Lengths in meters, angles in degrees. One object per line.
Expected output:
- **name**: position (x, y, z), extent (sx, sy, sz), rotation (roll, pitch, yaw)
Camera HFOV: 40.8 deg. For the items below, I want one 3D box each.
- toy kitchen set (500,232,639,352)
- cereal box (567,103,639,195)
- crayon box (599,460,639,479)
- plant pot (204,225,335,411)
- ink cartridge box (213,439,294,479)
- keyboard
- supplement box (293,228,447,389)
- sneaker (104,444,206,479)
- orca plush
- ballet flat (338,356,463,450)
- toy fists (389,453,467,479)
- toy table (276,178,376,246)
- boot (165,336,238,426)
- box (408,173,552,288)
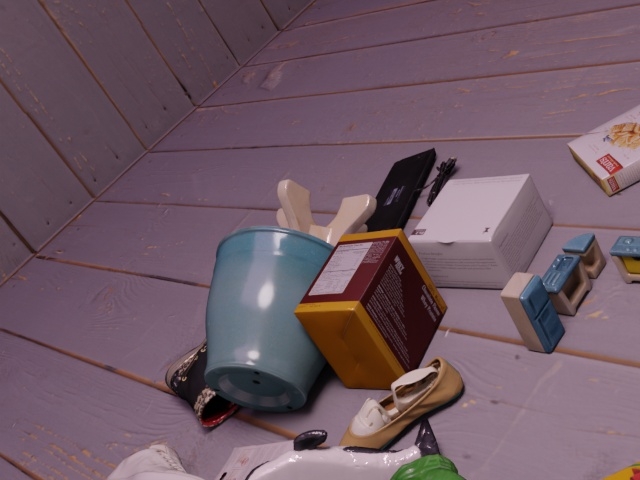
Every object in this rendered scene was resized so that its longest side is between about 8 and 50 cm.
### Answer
- **toy kitchen set**: position (0.407, 0.062, 1.294), extent (0.166, 0.122, 0.207), rotation (4, 45, 49)
- **cereal box**: position (0.596, -0.189, 1.577), extent (0.240, 0.047, 0.173), rotation (-29, 28, 7)
- **crayon box**: position (0.364, 0.332, 0.895), extent (0.318, 0.081, 0.202), rotation (-24, 28, -5)
- **plant pot**: position (-0.085, 0.155, 1.529), extent (0.271, 0.271, 0.255), rotation (-12, 49, 33)
- **ink cartridge box**: position (-0.113, 0.409, 1.374), extent (0.224, 0.056, 0.181), rotation (-27, 22, 52)
- **keyboard**: position (0.193, -0.096, 1.860), extent (0.201, 0.033, 0.317), rotation (-17, 32, 40)
- **supplement box**: position (0.090, 0.117, 1.455), extent (0.129, 0.191, 0.194), rotation (-6, 39, 40)
- **sneaker**: position (-0.265, 0.394, 1.457), extent (0.290, 0.106, 0.123), rotation (-12, 34, 44)
- **orca plush**: position (0.030, 0.327, 1.268), extent (0.287, 0.151, 0.102), rotation (-26, 5, 1)
- **ballet flat**: position (0.111, 0.258, 1.337), extent (0.232, 0.073, 0.080), rotation (-34, 28, -2)
- **toy fists**: position (0.077, 0.392, 1.138), extent (0.279, 0.096, 0.142), rotation (-27, 29, 8)
- **toy table**: position (0.000, 0.000, 1.701), extent (0.274, 0.252, 0.161), rotation (0, 69, 32)
- **boot**: position (-0.174, 0.241, 1.652), extent (0.236, 0.085, 0.178), rotation (-40, 33, -10)
- **box**: position (0.287, -0.016, 1.543), extent (0.181, 0.119, 0.182), rotation (0, 42, 44)
